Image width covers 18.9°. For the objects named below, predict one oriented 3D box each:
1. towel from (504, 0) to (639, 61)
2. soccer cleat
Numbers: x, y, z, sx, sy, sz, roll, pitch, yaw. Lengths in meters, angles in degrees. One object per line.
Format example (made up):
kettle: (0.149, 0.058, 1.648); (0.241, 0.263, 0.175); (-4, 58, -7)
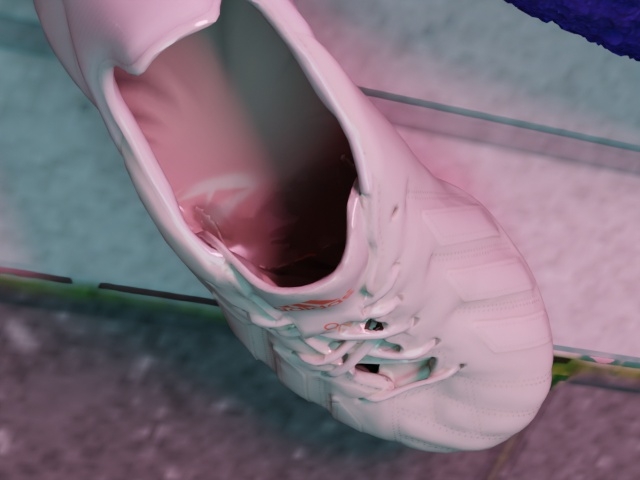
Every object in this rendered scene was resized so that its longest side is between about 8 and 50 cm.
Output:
towel: (0.077, -0.145, 0.350); (0.308, 0.076, 0.227); (18, 126, -30)
soccer cleat: (0.000, 0.000, 0.425); (0.068, 0.076, 0.196); (-33, 130, 7)
